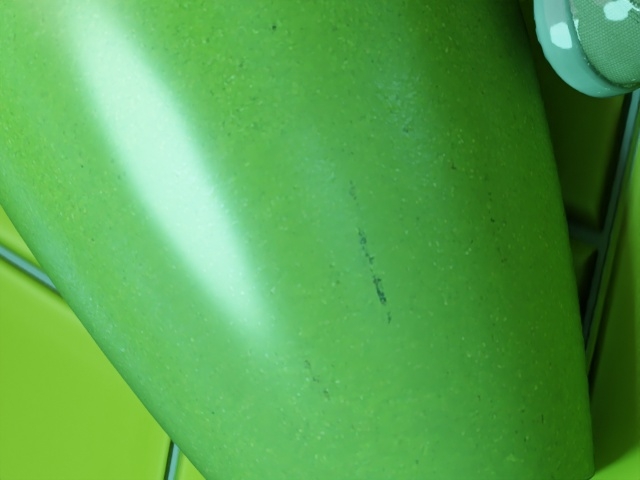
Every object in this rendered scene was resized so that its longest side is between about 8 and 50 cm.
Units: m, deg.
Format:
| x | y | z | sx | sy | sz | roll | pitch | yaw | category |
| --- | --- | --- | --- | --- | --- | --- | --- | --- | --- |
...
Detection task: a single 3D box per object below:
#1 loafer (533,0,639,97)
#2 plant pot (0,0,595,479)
| x | y | z | sx | sy | sz | roll | pitch | yaw | category |
| --- | --- | --- | --- | --- | --- | --- | --- | --- | --- |
| 0.143 | -0.188 | 0.828 | 0.087 | 0.094 | 0.251 | -4 | 89 | 44 | loafer |
| 0.000 | 0.000 | 0.885 | 0.275 | 0.274 | 0.293 | -35 | 74 | 49 | plant pot |
